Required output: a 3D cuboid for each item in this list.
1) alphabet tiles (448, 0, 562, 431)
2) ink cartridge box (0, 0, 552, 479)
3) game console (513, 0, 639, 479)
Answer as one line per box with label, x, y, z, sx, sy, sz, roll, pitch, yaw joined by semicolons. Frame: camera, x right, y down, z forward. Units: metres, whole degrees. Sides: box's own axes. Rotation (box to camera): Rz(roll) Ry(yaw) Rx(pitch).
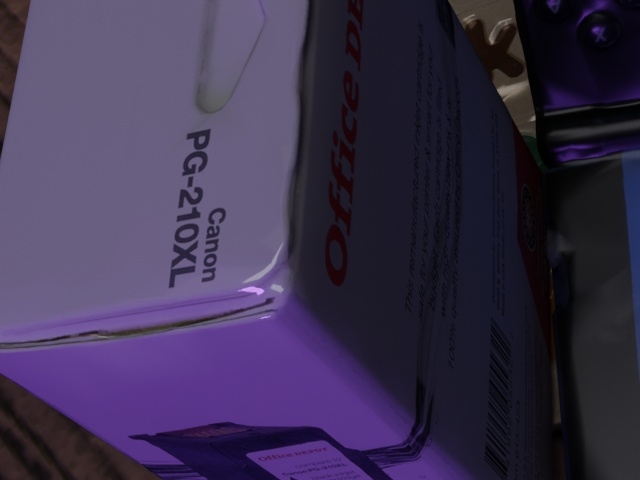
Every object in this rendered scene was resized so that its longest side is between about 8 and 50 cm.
alphabet tiles;0.085;-0.044;0.631;0.284;0.021;0.278;-18;57;17
ink cartridge box;0.000;0.000;0.487;0.100;0.237;0.172;-9;60;22
game console;0.208;-0.057;0.468;0.293;0.250;0.173;-8;31;14
